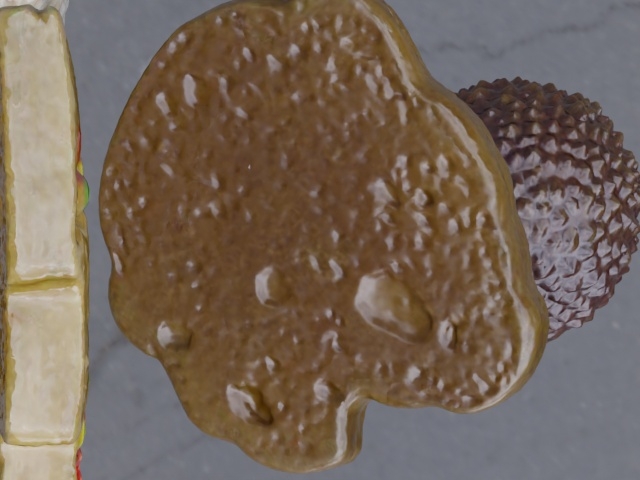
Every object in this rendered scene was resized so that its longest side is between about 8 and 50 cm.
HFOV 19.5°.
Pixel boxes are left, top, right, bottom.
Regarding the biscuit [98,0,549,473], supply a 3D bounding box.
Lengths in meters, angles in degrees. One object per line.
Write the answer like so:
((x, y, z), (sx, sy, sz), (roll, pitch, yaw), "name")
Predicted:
((0.000, 0.000, 1.417), (0.359, 0.381, 0.074), (-59, 166, 19), "biscuit")

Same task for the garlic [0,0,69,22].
((-0.271, -0.159, 1.464), (0.199, 0.226, 0.199), (-18, 134, -19), "garlic")

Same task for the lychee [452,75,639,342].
((0.205, -0.034, 2.062), (0.306, 0.306, 0.330), (52, 53, -33), "lychee")

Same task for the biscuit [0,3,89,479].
((-0.107, 0.014, 0.686), (0.041, 0.212, 0.238), (1, 131, -15), "biscuit")
